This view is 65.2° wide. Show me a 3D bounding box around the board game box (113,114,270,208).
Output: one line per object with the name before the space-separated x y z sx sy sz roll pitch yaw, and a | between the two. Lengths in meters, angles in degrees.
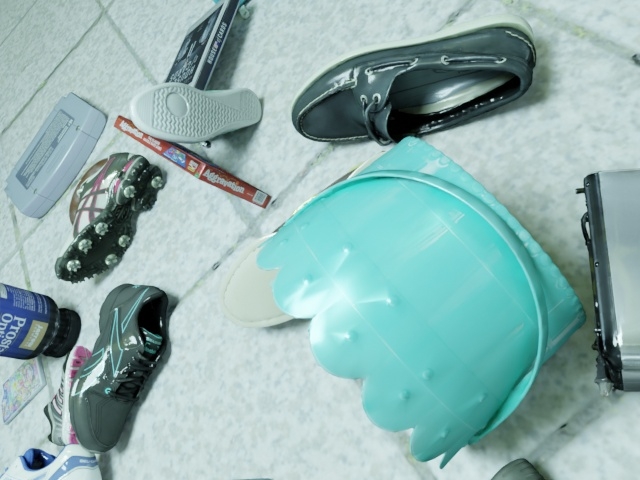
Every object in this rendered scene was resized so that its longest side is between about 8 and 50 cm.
board game box | -0.220 -0.135 0.840 0.281 0.145 0.027 31 94 38

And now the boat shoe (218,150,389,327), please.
boat shoe | 0.000 0.000 0.671 0.324 0.096 0.116 -41 94 16

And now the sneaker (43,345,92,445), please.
sneaker | -0.428 0.266 0.848 0.075 0.063 0.170 -17 66 19

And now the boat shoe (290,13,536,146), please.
boat shoe | 0.108 -0.183 0.664 0.341 0.127 0.112 -9 53 19

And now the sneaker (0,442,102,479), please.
sneaker | -0.460 0.399 0.783 0.297 0.112 0.130 -19 65 13

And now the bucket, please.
bucket | 0.093 0.048 0.487 0.183 0.281 0.281 -43 53 4

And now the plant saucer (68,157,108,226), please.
plant saucer | -0.462 -0.094 1.053 0.169 0.029 0.168 -14 62 27

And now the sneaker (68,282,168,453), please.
sneaker | -0.309 0.191 0.783 0.106 0.101 0.267 -7 66 28

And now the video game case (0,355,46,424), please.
video game case | -0.582 0.284 0.973 0.122 0.011 0.087 -45 53 9

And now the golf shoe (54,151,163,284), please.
golf shoe | -0.413 -0.046 0.948 0.120 0.105 0.272 24 75 27

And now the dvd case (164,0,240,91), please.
dvd case | -0.249 -0.362 0.994 0.179 0.030 0.238 -9 58 47

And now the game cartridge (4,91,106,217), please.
game cartridge | -0.636 -0.205 1.201 0.198 0.062 0.297 33 89 34

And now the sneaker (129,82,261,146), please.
sneaker | -0.234 -0.198 0.839 0.151 0.256 0.094 -8 99 36

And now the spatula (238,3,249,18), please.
spatula | -0.153 -0.584 1.077 0.168 0.019 0.242 -38 54 12

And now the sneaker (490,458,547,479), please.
sneaker | 0.156 0.321 0.432 0.227 0.087 0.130 -50 46 -2

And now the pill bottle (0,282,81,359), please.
pill bottle | -0.549 0.142 0.882 0.123 0.219 0.122 -14 63 28

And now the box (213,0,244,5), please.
box | -0.137 -0.584 1.022 0.244 0.060 0.100 -39 58 12

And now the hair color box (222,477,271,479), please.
hair color box | -0.107 0.473 0.519 0.186 0.114 0.374 22 83 37

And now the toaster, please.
toaster | 0.286 0.046 0.419 0.110 0.168 0.185 -7 65 30
